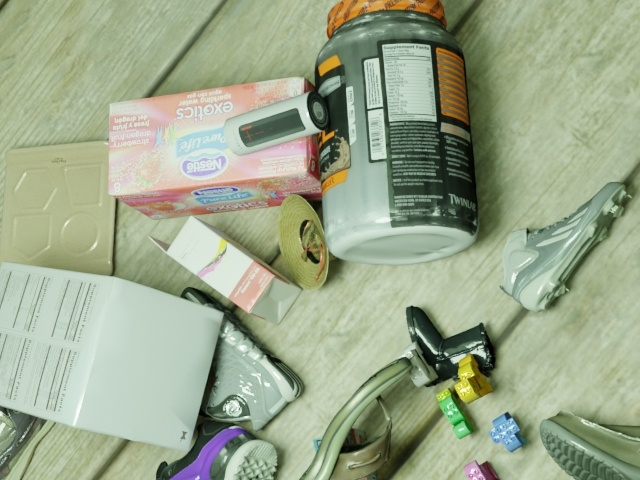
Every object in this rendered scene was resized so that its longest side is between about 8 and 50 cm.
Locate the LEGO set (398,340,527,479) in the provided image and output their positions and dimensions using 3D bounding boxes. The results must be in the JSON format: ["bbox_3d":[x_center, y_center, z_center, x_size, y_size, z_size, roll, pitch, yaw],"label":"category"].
[{"bbox_3d":[0.187,0.217,1.667,0.087,0.093,0.227,-35,79,16],"label":"LEGO set"}]

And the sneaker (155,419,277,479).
[{"bbox_3d":[-0.178,0.377,1.785,0.146,0.102,0.293,28,90,35],"label":"sneaker"}]

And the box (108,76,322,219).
[{"bbox_3d":[-0.136,-0.127,1.858,0.300,0.154,0.142,-6,75,17],"label":"box"}]

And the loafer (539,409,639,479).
[{"bbox_3d":[0.394,0.272,1.622,0.251,0.094,0.087,25,61,14],"label":"loafer"}]

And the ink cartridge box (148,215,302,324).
[{"bbox_3d":[-0.135,0.032,1.838,0.198,0.115,0.067,34,91,22],"label":"ink cartridge box"}]

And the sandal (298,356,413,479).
[{"bbox_3d":[0.037,0.278,1.669,0.086,0.120,0.302,31,95,6],"label":"sandal"}]

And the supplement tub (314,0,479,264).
[{"bbox_3d":[0.098,-0.149,1.753,0.207,0.207,0.337,-8,74,17],"label":"supplement tub"}]

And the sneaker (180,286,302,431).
[{"bbox_3d":[-0.145,0.176,1.825,0.229,0.086,0.132,42,95,22],"label":"sneaker"}]

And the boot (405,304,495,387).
[{"bbox_3d":[0.174,0.133,1.745,0.099,0.045,0.121,-18,79,17],"label":"boot"}]

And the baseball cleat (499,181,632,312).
[{"bbox_3d":[0.311,-0.008,1.719,0.109,0.072,0.206,36,86,30],"label":"baseball cleat"}]

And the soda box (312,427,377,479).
[{"bbox_3d":[0.046,0.344,1.730,0.063,0.058,0.183,-19,71,14],"label":"soda box"}]

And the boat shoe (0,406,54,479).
[{"bbox_3d":[-0.452,0.253,1.906,0.103,0.092,0.285,25,86,23],"label":"boat shoe"}]

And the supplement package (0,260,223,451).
[{"bbox_3d":[-0.308,0.155,1.777,0.263,0.199,0.198,5,78,45],"label":"supplement package"}]

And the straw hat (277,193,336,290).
[{"bbox_3d":[0.000,0.000,1.826,0.061,0.144,0.144,-12,68,-27],"label":"straw hat"}]

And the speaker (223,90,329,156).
[{"bbox_3d":[-0.059,-0.152,1.710,0.136,0.055,0.055,-14,72,30],"label":"speaker"}]

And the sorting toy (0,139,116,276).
[{"bbox_3d":[-0.396,-0.042,1.994,0.193,0.038,0.208,-4,80,18],"label":"sorting toy"}]
